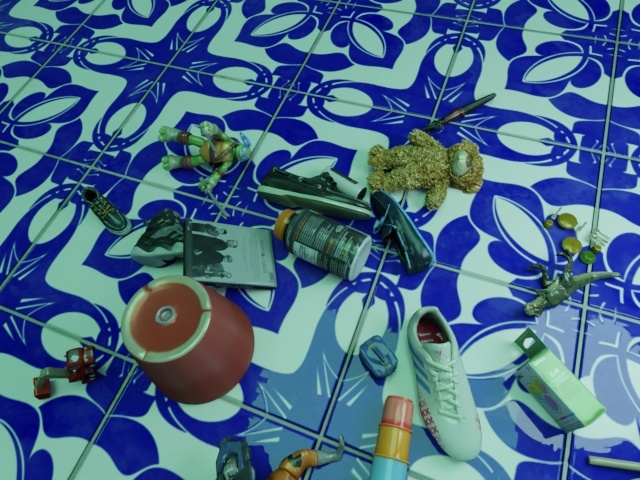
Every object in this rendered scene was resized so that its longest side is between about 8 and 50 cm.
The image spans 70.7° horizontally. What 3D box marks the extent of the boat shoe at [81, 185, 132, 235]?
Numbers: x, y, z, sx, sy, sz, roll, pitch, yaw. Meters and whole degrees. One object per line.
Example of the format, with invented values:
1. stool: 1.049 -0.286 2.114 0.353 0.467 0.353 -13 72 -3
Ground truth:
1. boat shoe: -0.638 -0.087 1.334 0.183 0.083 0.065 35 70 22

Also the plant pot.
1. plant pot: -0.309 0.214 1.038 0.275 0.243 0.274 -3 60 5

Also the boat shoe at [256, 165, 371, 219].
1. boat shoe: -0.010 -0.142 1.270 0.340 0.127 0.113 13 76 23

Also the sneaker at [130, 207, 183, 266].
1. sneaker: -0.384 -0.012 1.253 0.269 0.101 0.153 -2 62 6

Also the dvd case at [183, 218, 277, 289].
1. dvd case: -0.236 0.038 1.181 0.239 0.029 0.179 8 56 -28

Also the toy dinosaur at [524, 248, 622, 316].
1. toy dinosaur: 0.590 0.094 1.109 0.268 0.064 0.118 -24 75 -7

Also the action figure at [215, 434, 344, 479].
1. action figure: -0.094 0.551 0.870 0.330 0.178 0.341 -15 36 3

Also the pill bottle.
1. pill bottle: 0.000 0.000 1.187 0.246 0.130 0.130 25 66 18

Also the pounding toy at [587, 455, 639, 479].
1. pounding toy: 0.631 0.538 0.848 0.183 0.110 0.236 -8 30 14

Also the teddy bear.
1. teddy bear: 0.294 -0.209 1.283 0.338 0.113 0.245 15 66 14

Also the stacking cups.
1. stacking cups: 0.145 0.483 0.923 0.096 0.096 0.316 12 62 13

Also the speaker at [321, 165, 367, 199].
1. speaker: 0.067 -0.163 1.314 0.136 0.055 0.055 34 70 23

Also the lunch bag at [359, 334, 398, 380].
1. lunch bag: 0.136 0.276 1.054 0.067 0.065 0.098 -34 62 -12

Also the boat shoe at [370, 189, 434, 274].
1. boat shoe: 0.197 -0.027 1.196 0.089 0.109 0.258 -29 60 -6

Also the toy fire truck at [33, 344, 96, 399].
1. toy fire truck: -0.610 0.315 1.076 0.135 0.192 0.047 -5 57 -29

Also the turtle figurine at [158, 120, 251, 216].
1. turtle figurine: -0.360 -0.248 1.331 0.267 0.197 0.274 8 59 15

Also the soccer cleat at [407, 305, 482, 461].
1. soccer cleat: 0.262 0.300 0.982 0.116 0.143 0.331 -13 61 -1

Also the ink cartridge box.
1. ink cartridge box: 0.490 0.301 0.975 0.062 0.109 0.209 -31 62 -12

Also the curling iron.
1. curling iron: 0.439 -0.394 1.408 0.274 0.035 0.068 -28 25 -13

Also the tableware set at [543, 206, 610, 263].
1. tableware set: 0.661 -0.011 1.182 0.104 0.024 0.154 -44 66 -13
